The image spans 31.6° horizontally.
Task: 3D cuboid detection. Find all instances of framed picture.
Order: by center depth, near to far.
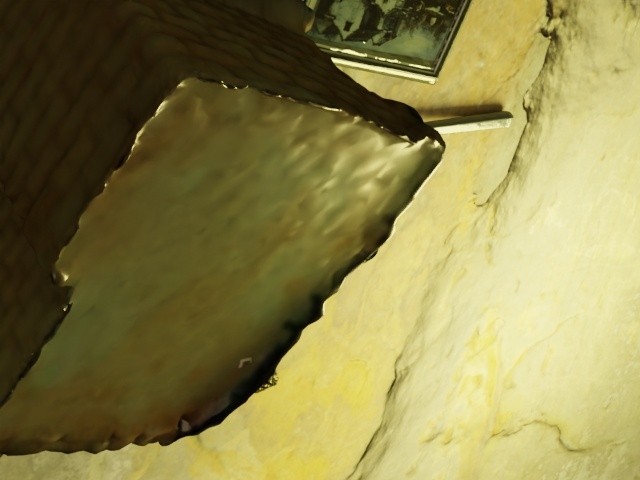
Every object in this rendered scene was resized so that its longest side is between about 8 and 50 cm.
[{"bbox_3d":[0.098,-0.318,1.437,0.296,0.019,0.232,3,118,-42],"label":"framed picture"}]

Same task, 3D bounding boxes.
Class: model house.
[{"bbox_3d":[-0.197,-0.080,1.115,0.395,0.400,0.445,4,129,-52],"label":"model house"}]

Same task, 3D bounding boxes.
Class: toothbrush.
[{"bbox_3d":[0.152,-0.159,1.598,0.342,0.030,0.025,-9,126,-36],"label":"toothbrush"}]

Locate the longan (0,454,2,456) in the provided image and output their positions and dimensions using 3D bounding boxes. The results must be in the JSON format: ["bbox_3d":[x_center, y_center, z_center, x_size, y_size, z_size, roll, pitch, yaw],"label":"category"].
[{"bbox_3d":[-0.418,0.168,1.234,0.198,0.198,0.212,-40,136,-10],"label":"longan"}]

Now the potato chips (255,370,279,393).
[{"bbox_3d":[-0.099,0.140,1.611,0.202,0.029,0.220,15,111,-43],"label":"potato chips"}]

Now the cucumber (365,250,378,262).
[{"bbox_3d":[0.000,-0.001,1.556,0.241,0.074,0.075,9,114,-46],"label":"cucumber"}]
